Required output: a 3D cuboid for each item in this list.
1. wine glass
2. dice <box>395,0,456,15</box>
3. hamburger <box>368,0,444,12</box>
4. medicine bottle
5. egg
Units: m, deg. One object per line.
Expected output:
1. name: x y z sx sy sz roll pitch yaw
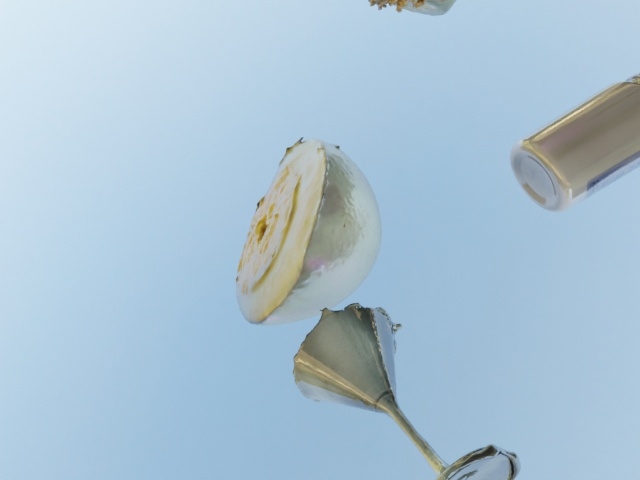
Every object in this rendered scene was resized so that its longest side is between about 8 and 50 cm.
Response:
1. wine glass: 0.081 0.187 0.468 0.156 0.156 0.232 -39 -146 -7
2. dice: 0.176 -0.517 0.780 0.166 0.169 0.169 14 -158 -10
3. hamburger: 0.129 -0.430 0.521 0.146 0.286 0.243 -15 -134 -38
4. medicine bottle: 0.335 -0.121 0.521 0.186 0.103 0.103 -31 -124 1
5. egg: 0.000 0.000 0.759 0.337 0.201 0.337 -45 -144 45
